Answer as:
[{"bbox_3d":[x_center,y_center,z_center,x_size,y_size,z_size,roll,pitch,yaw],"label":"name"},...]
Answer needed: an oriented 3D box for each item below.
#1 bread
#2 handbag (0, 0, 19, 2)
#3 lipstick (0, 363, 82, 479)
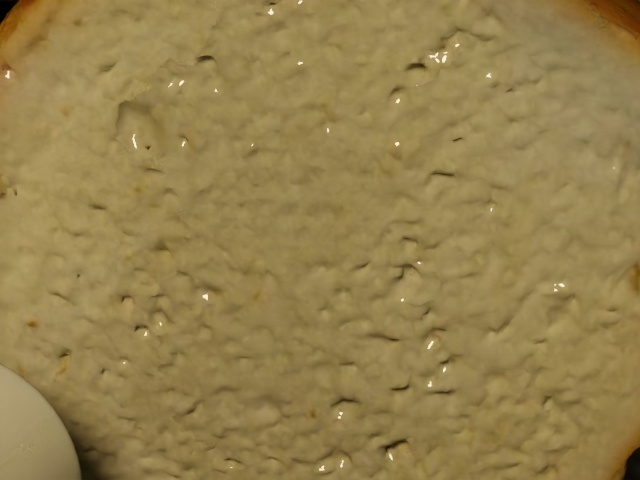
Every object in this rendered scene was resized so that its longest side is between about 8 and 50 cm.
[{"bbox_3d":[0.000,0.000,0.415,0.236,0.236,0.070,21,27,1],"label":"bread"},{"bbox_3d":[-0.195,-0.225,0.802,0.358,0.160,0.236,-8,32,-46],"label":"handbag"},{"bbox_3d":[-0.143,0.104,0.292,0.070,0.070,0.254,26,26,12],"label":"lipstick"}]
